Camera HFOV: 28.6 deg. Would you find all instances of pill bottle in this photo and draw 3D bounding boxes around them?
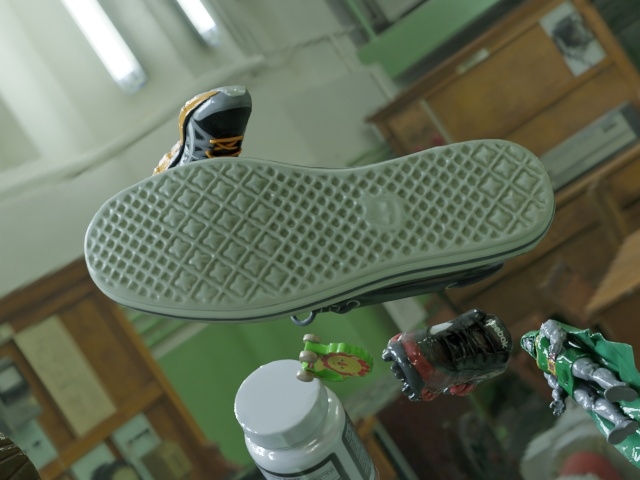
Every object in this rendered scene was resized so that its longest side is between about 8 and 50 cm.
[{"bbox_3d":[-0.021,0.319,1.947,0.161,0.283,0.161,-13,45,13],"label":"pill bottle"}]

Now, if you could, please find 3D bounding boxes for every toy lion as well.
[{"bbox_3d":[0.020,0.159,1.636,0.100,0.096,0.034,101,-178,-60],"label":"toy lion"}]

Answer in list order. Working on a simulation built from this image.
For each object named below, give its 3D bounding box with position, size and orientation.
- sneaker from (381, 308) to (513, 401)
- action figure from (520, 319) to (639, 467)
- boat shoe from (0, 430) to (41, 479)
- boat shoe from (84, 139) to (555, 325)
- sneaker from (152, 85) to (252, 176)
[{"bbox_3d":[0.178,0.146,1.661,0.135,0.098,0.276,-34,-18,20],"label":"sneaker"},{"bbox_3d":[0.277,0.143,1.362,0.063,0.137,0.232,-9,16,-12],"label":"action figure"},{"bbox_3d":[-0.351,0.320,1.399,0.089,0.285,0.104,-44,-14,23],"label":"boat shoe"},{"bbox_3d":[0.000,0.000,1.358,0.500,0.187,0.156,-9,-19,-4],"label":"boat shoe"},{"bbox_3d":[-0.126,-0.098,1.456,0.084,0.083,0.215,-9,-31,-31],"label":"sneaker"}]
